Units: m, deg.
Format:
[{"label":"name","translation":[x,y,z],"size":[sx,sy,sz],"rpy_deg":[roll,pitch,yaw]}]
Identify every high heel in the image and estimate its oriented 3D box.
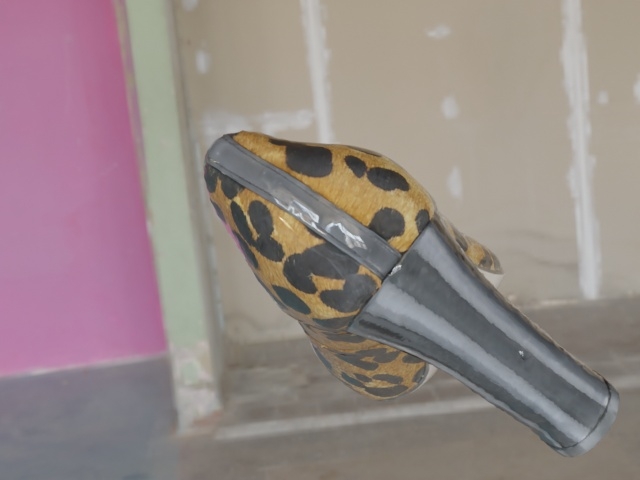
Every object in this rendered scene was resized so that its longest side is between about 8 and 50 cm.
[{"label":"high heel","translation":[0.000,0.000,0.527],"size":[0.186,0.093,0.261],"rpy_deg":[37,-6,-22]}]
